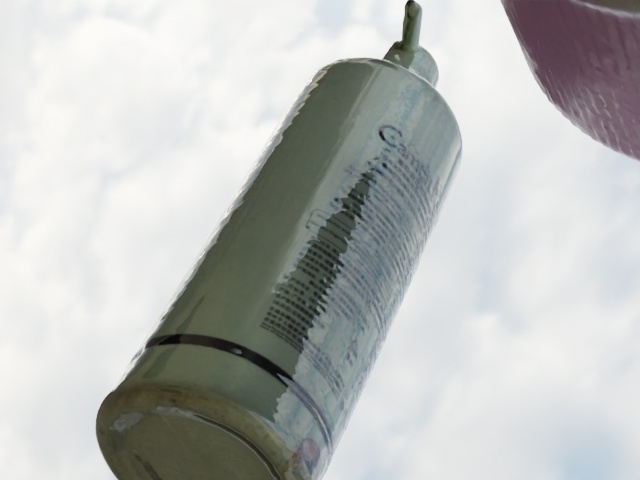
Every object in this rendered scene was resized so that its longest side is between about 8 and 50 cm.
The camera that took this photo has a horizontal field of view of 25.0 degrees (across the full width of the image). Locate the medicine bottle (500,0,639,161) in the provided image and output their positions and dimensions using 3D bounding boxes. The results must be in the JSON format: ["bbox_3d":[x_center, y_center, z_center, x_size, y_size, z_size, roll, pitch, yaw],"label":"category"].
[{"bbox_3d":[0.119,-0.195,0.411,0.256,0.325,0.256,-15,-134,16],"label":"medicine bottle"}]

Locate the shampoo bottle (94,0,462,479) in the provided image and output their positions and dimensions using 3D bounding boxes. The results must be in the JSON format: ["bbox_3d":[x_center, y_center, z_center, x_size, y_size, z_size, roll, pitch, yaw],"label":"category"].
[{"bbox_3d":[0.000,0.000,0.608,0.085,0.085,0.262,-40,-164,45],"label":"shampoo bottle"}]
